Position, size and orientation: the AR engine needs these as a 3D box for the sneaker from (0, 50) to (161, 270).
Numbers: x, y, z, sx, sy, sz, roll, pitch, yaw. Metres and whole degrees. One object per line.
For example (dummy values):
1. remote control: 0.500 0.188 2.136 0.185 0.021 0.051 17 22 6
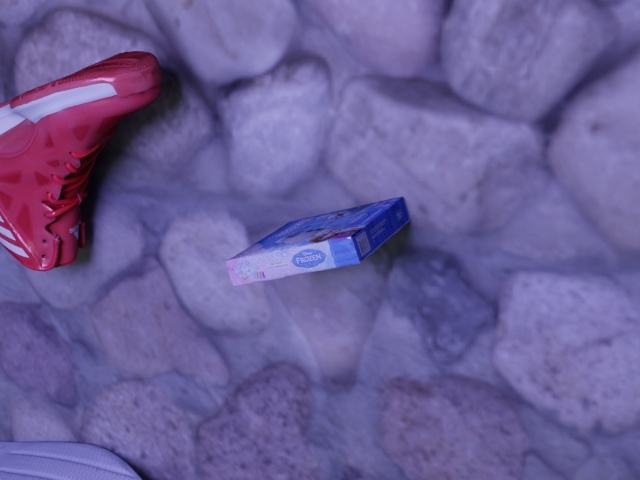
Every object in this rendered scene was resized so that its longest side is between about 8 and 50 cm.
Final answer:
1. sneaker: -0.178 -0.053 0.669 0.221 0.087 0.128 -10 109 40

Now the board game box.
1. board game box: 0.000 0.000 0.581 0.090 0.090 0.020 -13 101 28

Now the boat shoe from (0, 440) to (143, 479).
1. boat shoe: -0.254 0.246 0.779 0.335 0.121 0.119 1 114 37
